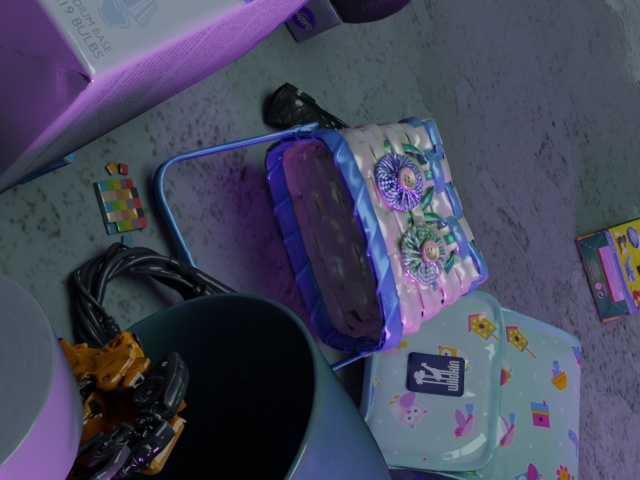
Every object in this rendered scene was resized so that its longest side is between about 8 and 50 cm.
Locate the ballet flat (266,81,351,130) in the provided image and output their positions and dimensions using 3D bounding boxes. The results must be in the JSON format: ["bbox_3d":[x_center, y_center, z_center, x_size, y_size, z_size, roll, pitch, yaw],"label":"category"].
[{"bbox_3d":[0.003,-0.118,1.601,0.173,0.057,0.049,34,90,-39],"label":"ballet flat"}]

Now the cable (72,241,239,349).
[{"bbox_3d":[-0.149,0.084,1.291,0.184,0.047,0.150,31,64,-24],"label":"cable"}]

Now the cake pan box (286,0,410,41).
[{"bbox_3d":[0.016,-0.365,1.551,0.267,0.245,0.070,59,41,-19],"label":"cake pan box"}]

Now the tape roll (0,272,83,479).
[{"bbox_3d":[-0.274,0.118,0.963,0.072,0.219,0.219,76,23,-47],"label":"tape roll"}]

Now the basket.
[{"bbox_3d":[0.000,0.000,1.423,0.289,0.201,0.255,-22,94,-19],"label":"basket"}]

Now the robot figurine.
[{"bbox_3d":[-0.209,0.184,1.025,0.291,0.211,0.085,-53,128,-31],"label":"robot figurine"}]

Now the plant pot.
[{"bbox_3d":[-0.068,0.227,1.144,0.235,0.293,0.293,51,39,-35],"label":"plant pot"}]

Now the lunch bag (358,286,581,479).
[{"bbox_3d":[0.152,0.180,1.560,0.262,0.160,0.223,26,57,-31],"label":"lunch bag"}]

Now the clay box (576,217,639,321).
[{"bbox_3d":[0.461,0.035,2.122,0.222,0.053,0.127,-15,87,-54],"label":"clay box"}]

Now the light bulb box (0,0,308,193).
[{"bbox_3d":[-0.205,-0.281,1.144,0.361,0.225,0.358,-38,94,-44],"label":"light bulb box"}]

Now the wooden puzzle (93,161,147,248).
[{"bbox_3d":[-0.185,-0.033,1.334,0.049,0.006,0.083,-12,84,-54],"label":"wooden puzzle"}]

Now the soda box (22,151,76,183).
[{"bbox_3d":[-0.244,-0.160,1.262,0.071,0.067,0.210,36,47,-39],"label":"soda box"}]
